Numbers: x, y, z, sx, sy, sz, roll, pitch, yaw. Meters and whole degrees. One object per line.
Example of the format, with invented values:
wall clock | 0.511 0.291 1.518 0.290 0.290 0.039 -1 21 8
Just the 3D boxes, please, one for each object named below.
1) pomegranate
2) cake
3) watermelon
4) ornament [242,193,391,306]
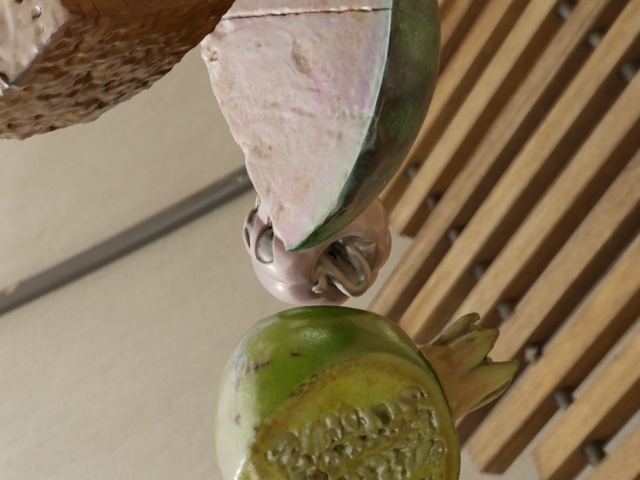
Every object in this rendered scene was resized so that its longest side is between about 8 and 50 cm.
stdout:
pomegranate | 0.040 0.191 1.232 0.359 0.309 0.216 -30 -155 -15
cake | -0.232 -0.247 0.836 0.196 0.199 0.293 -25 -94 -47
watermelon | 0.039 -0.189 1.103 0.222 0.292 0.319 9 -138 -53
ornament | 0.000 -0.001 1.297 0.178 0.177 0.177 23 -149 -15
